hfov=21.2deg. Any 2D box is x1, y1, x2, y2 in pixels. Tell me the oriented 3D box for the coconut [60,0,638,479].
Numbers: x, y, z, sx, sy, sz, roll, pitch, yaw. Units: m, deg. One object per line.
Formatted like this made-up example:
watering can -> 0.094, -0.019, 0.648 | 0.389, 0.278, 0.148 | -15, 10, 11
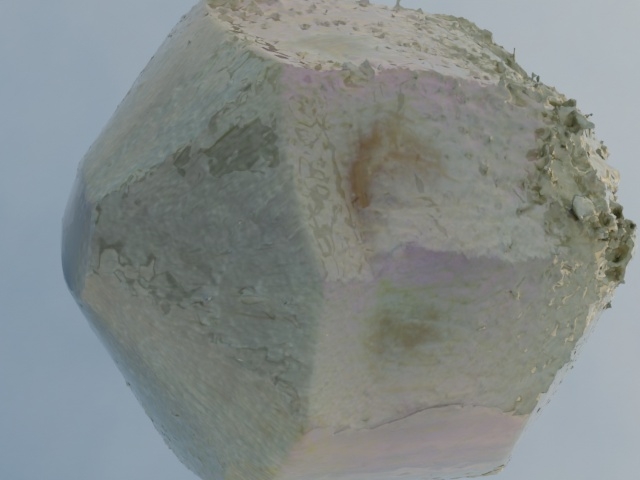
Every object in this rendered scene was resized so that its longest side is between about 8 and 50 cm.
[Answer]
coconut -> 0.000, 0.000, 0.996 | 0.309, 0.297, 0.297 | 1, -98, -33
